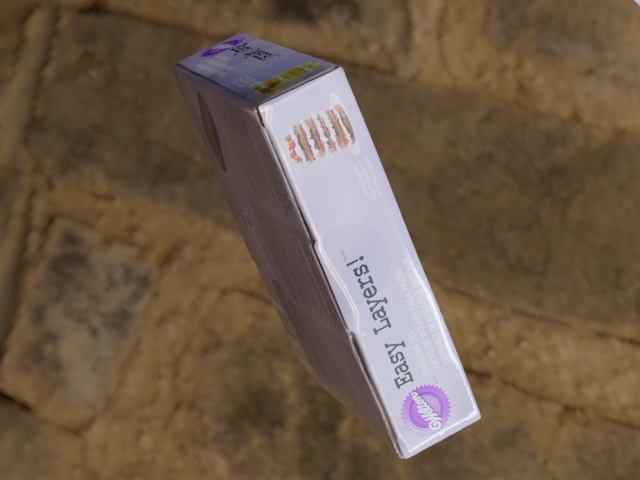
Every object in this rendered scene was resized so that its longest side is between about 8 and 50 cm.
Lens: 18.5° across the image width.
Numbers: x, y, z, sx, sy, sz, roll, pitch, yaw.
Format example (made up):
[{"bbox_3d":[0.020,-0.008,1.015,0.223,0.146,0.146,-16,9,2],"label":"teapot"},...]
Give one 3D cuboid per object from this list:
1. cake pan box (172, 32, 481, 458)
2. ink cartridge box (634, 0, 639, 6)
[{"bbox_3d":[0.000,0.000,1.324,0.070,0.266,0.246,-25,-165,-9],"label":"cake pan box"},{"bbox_3d":[0.197,-0.142,1.044,0.052,0.122,0.088,-39,-153,20],"label":"ink cartridge box"}]
